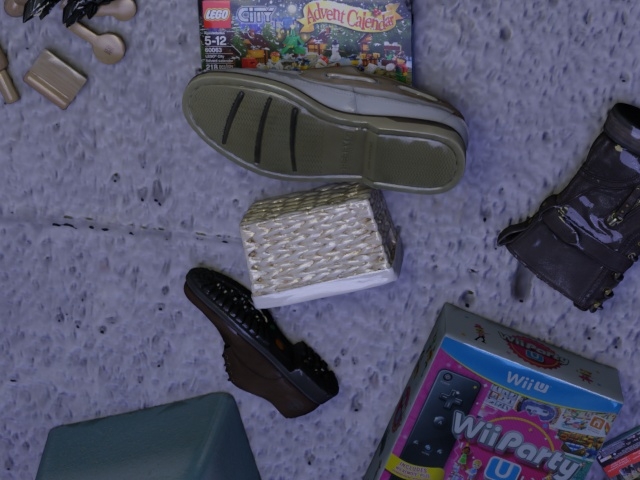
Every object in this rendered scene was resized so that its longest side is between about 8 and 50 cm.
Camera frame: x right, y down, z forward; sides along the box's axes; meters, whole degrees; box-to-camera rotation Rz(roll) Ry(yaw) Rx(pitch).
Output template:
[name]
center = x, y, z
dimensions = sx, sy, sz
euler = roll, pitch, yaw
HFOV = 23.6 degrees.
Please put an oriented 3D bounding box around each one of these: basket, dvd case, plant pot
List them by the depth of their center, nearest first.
[basket]
center = 0.000, 0.000, 1.720
dimensions = 0.167, 0.113, 0.103
euler = -11, 106, 11
[plant pot]
center = -0.203, 0.364, 1.811
dimensions = 0.247, 0.252, 0.247
euler = -13, 110, 11
[dvd case]
center = 0.393, 0.279, 1.836
dimensions = 0.087, 0.013, 0.119
euler = -31, 104, 17

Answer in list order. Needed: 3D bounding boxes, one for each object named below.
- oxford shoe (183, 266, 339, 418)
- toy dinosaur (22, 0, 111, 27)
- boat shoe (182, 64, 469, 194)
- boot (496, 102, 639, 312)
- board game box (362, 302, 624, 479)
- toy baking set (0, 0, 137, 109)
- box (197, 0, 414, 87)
[oxford shoe]
center = -0.089, 0.128, 1.797
dimensions = 0.096, 0.083, 0.227
euler = -38, 102, 23
[toy dinosaur]
center = -0.292, -0.343, 1.580
dimensions = 0.322, 0.164, 0.218
euler = -27, 90, 34
[boat shoe]
center = 0.007, -0.127, 1.623
dimensions = 0.302, 0.103, 0.113
euler = 15, 126, -1
[boot]
center = 0.357, -0.009, 1.698
dimensions = 0.263, 0.091, 0.229
euler = 31, 117, -2
[board game box]
center = 0.190, 0.254, 1.807
dimensions = 0.224, 0.097, 0.303
euler = 21, 111, -2
[toy baking set]
center = -0.316, -0.273, 1.694
dimensions = 0.197, 0.030, 0.256
euler = -26, 106, 12
[box]
center = -0.014, -0.197, 1.678
dimensions = 0.233, 0.044, 0.159
euler = 0, 112, 6
